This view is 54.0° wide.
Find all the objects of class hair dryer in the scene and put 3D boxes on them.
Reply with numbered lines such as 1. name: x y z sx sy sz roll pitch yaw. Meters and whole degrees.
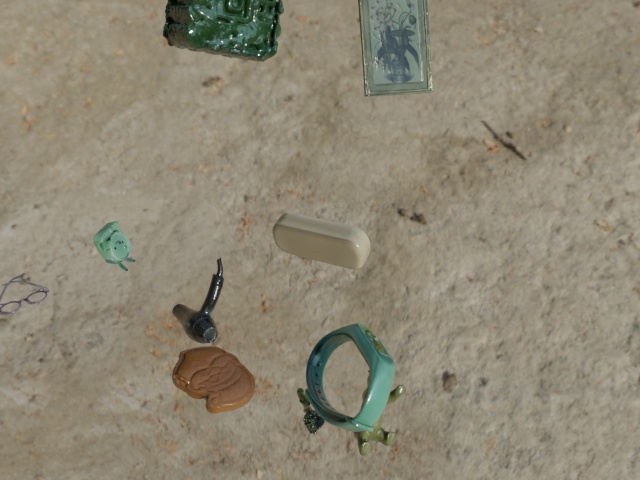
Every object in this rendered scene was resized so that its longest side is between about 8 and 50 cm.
1. hair dryer: -0.360 0.175 1.975 0.236 0.091 0.271 25 89 49

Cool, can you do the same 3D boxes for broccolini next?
1. broccolini: -0.044 0.470 1.781 0.058 0.067 0.216 6 12 -19

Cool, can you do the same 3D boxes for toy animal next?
1. toy animal: 0.136 0.428 1.600 0.103 0.101 0.218 14 88 -31

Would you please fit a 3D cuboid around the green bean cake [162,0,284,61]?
1. green bean cake: -0.170 -0.431 1.138 0.208 0.193 0.107 -3 22 -36

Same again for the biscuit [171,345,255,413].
1. biscuit: -0.153 0.193 0.896 0.130 0.019 0.102 32 34 32

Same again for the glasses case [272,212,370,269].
1. glasses case: 0.000 0.000 1.204 0.196 0.083 0.050 14 49 24

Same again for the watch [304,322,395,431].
1. watch: 0.056 0.275 1.261 0.195 0.068 0.237 -52 36 10

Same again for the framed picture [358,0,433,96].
1. framed picture: 0.158 -0.423 1.321 0.173 0.231 0.010 -11 11 -25

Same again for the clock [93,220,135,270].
1. clock: -0.576 0.019 1.772 0.041 0.135 0.101 -11 29 22

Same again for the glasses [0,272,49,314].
1. glasses: -0.801 0.126 1.661 0.140 0.103 0.062 -25 39 -28
